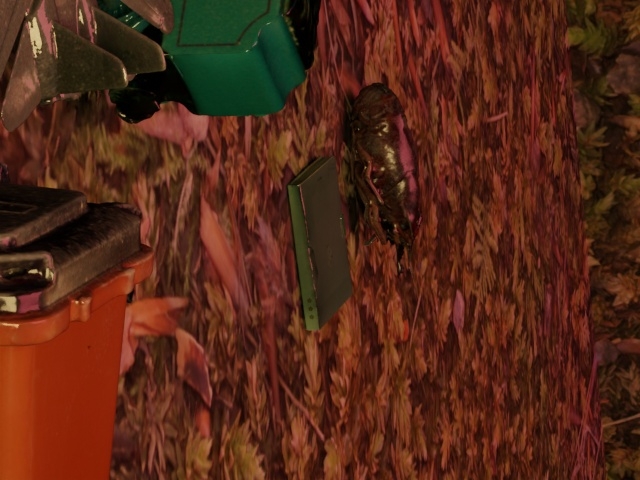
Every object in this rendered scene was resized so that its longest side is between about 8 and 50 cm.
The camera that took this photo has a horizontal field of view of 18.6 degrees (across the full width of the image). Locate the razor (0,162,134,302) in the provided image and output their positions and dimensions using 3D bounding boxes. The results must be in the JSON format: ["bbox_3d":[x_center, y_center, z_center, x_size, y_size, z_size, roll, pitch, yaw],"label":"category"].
[{"bbox_3d":[-0.154,0.011,1.220,0.190,0.033,0.066,43,49,-67],"label":"razor"}]

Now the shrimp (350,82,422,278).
[{"bbox_3d":[0.064,-0.055,1.869,0.075,0.073,0.190,-20,102,-26],"label":"shrimp"}]

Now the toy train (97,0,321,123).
[{"bbox_3d":[-0.077,-0.169,1.283,0.107,0.154,0.197,64,29,-60],"label":"toy train"}]

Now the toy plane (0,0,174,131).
[{"bbox_3d":[-0.170,-0.206,1.105,0.212,0.088,0.267,-35,111,-59],"label":"toy plane"}]

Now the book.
[{"bbox_3d":[0.000,0.000,1.739,0.103,0.017,0.135,-45,131,-63],"label":"book"}]

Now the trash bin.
[{"bbox_3d":[-0.173,0.092,0.970,0.184,0.161,0.238,-41,135,-68],"label":"trash bin"}]
